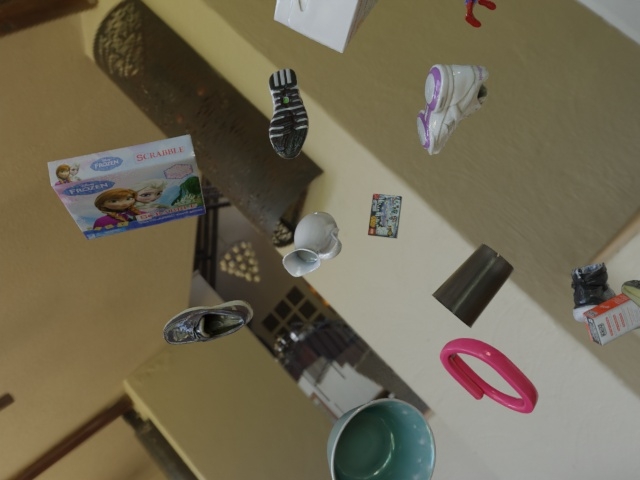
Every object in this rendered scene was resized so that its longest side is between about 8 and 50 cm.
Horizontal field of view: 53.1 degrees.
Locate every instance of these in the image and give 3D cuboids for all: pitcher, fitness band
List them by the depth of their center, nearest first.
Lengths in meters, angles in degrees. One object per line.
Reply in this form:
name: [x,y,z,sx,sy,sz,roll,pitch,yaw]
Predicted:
fitness band: [0.448,0.359,1.699,0.054,0.291,0.209,-55,17,-27]
pitcher: [0.000,0.000,1.859,0.178,0.125,0.207,-12,31,27]

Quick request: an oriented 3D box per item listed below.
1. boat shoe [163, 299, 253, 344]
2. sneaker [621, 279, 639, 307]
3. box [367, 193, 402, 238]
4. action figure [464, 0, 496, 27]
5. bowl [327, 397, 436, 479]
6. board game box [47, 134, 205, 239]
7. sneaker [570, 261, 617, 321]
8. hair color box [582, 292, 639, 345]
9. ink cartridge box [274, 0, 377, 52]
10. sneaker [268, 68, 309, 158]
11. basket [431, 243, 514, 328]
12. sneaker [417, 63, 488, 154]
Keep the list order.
boat shoe: [-0.345,0.252,1.915,0.285,0.102,0.092,-14,10,7]
sneaker: [0.678,0.218,1.106,0.158,0.410,0.182,1,-59,-37]
box: [0.207,-0.078,2.050,0.027,0.094,0.137,18,-101,-74]
action figure: [0.442,-0.648,1.654,0.091,0.139,0.280,-45,29,48]
bowl: [0.141,0.577,1.753,0.311,0.311,0.163,-39,11,-21]
board game box: [-0.452,-0.121,1.561,0.319,0.065,0.318,-14,-20,-10]
sneaker: [0.746,0.138,1.691,0.269,0.153,0.101,9,-19,-44]
hair color box: [0.645,0.162,1.380,0.141,0.072,0.043,-24,13,-8]
ink cartridge box: [0.036,-0.547,1.323,0.232,0.168,0.171,-60,-5,-30]
sneaker: [-0.072,-0.317,1.753,0.107,0.281,0.162,-7,-26,9]
basket: [0.477,0.134,1.979,0.227,0.154,0.204,-50,4,5]
sneaker: [0.315,-0.301,1.518,0.152,0.114,0.305,-10,-23,-5]
